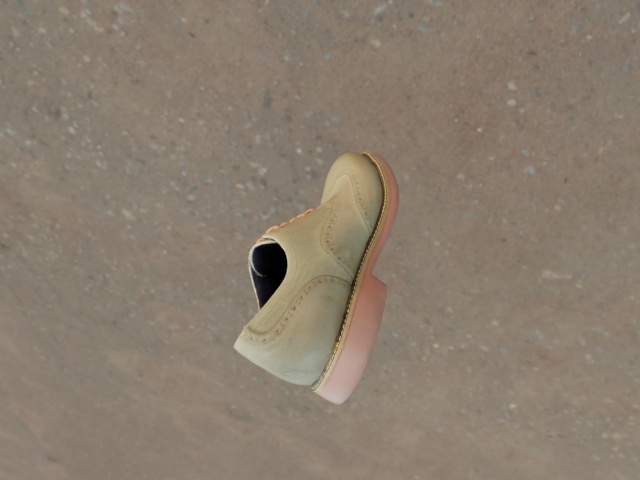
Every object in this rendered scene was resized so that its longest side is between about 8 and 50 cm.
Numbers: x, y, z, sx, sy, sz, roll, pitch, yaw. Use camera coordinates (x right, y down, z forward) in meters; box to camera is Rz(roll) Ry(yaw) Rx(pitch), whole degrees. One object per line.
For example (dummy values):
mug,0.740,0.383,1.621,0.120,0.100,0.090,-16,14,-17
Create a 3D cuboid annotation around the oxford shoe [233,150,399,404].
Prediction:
oxford shoe,0.000,0.000,0.883,0.146,0.397,0.140,21,126,-8
